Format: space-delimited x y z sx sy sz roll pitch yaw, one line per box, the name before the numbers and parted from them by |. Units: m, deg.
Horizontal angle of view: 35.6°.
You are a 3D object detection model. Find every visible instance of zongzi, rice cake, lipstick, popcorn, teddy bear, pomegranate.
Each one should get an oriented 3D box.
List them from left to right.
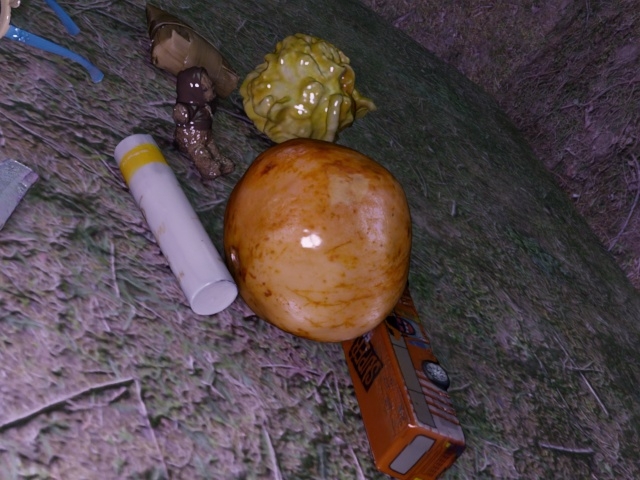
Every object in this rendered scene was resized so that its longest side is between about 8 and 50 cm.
rice cake | -0.320 -0.024 0.947 0.043 0.034 0.211 32 22 -13
lipstick | -0.173 -0.024 1.167 0.059 0.059 0.264 17 31 -46
zongzi | -0.218 -0.319 1.669 0.160 0.078 0.176 33 18 -34
teddy bear | -0.177 -0.164 1.410 0.119 0.078 0.160 -32 112 -70
popcorn | -0.018 -0.243 1.706 0.217 0.181 0.235 37 28 -14
pomegranate | 0.000 0.000 1.179 0.248 0.248 0.248 34 21 -16

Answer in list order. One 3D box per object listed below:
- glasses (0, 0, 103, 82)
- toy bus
glasses | -0.400 -0.289 1.347 0.189 0.088 0.220 55 5 35
toy bus | 0.084 0.131 1.253 0.092 0.093 0.408 23 26 -23
